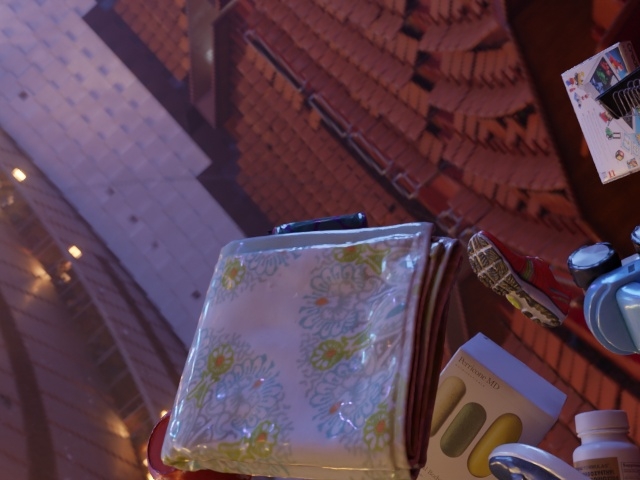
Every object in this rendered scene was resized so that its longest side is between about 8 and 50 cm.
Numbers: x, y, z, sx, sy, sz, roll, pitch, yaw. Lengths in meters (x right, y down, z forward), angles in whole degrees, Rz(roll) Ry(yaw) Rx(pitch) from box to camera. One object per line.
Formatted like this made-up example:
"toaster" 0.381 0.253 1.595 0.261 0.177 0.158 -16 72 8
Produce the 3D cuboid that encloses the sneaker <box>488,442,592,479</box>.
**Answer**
"sneaker" 0.359 0.419 1.198 0.350 0.148 0.131 21 155 49

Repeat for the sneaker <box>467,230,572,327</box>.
"sneaker" 0.440 0.070 1.843 0.279 0.118 0.107 43 151 -8

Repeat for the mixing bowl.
"mixing bowl" -0.192 0.313 1.246 0.098 0.181 0.181 31 -164 -47

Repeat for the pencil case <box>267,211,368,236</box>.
"pencil case" 0.000 0.000 1.265 0.070 0.151 0.065 100 157 -57

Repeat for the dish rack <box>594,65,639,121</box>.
"dish rack" 0.681 -0.317 1.640 0.074 0.208 0.271 53 -177 -5

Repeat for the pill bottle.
"pill bottle" 0.571 0.458 1.654 0.131 0.131 0.229 42 -138 -61

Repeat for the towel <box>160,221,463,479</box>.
"towel" -0.016 0.135 1.056 0.090 0.374 0.321 49 -134 -42

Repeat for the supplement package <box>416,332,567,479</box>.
"supplement package" 0.270 0.335 1.477 0.199 0.263 0.198 37 -166 16

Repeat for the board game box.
"board game box" 0.735 -0.314 2.079 0.193 0.053 0.305 -25 82 56

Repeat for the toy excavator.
"toy excavator" 0.752 0.124 1.610 0.222 0.432 0.445 62 -171 -20
